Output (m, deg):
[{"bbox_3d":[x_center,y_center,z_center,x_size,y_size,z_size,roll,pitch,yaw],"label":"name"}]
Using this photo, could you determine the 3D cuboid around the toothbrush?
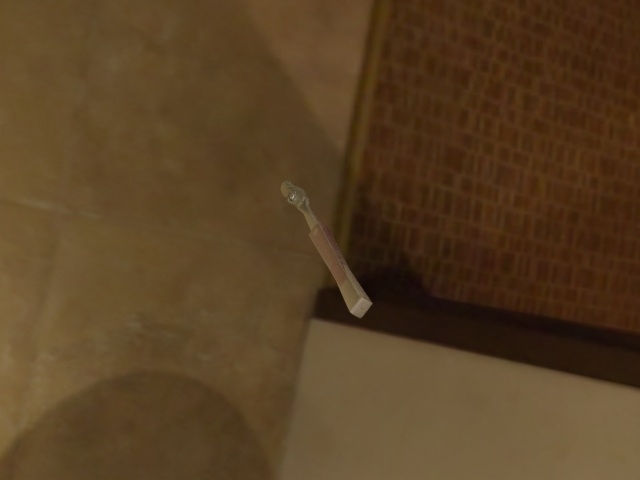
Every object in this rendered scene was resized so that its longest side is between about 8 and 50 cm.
[{"bbox_3d":[0.002,0.001,0.890,0.017,0.194,0.014,29,106,-29],"label":"toothbrush"}]
